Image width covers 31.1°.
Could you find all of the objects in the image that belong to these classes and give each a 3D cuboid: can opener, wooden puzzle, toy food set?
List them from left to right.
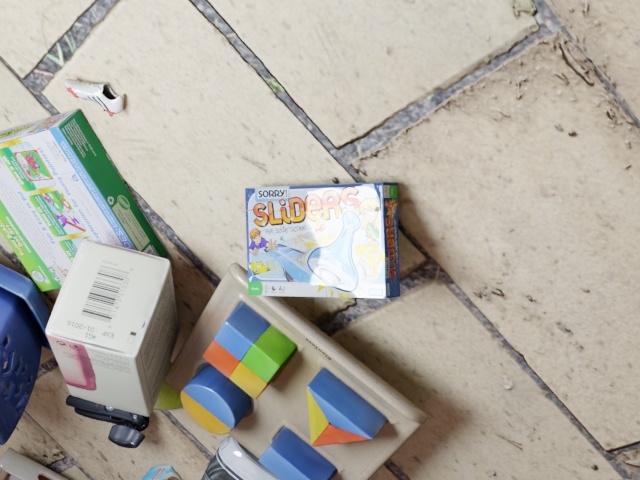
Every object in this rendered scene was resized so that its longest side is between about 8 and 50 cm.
[{"bbox_3d":[-0.536,0.525,2.172,0.220,0.092,0.306,30,137,-7],"label":"toy food set"},{"bbox_3d":[-0.354,0.284,1.898,0.186,0.073,0.059,14,141,36],"label":"can opener"},{"bbox_3d":[-0.058,0.228,1.576,0.322,0.080,0.348,38,140,4],"label":"wooden puzzle"}]

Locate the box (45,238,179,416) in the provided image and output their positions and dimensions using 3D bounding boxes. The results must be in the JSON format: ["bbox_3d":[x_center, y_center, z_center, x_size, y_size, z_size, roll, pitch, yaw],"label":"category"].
[{"bbox_3d":[-0.278,0.124,1.580,0.127,0.148,0.232,14,152,4],"label":"box"}]

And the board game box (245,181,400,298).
[{"bbox_3d":[0.000,0.000,1.384,0.201,0.035,0.136,-1,91,34],"label":"board game box"}]

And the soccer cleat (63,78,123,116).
[{"bbox_3d":[-0.287,-0.190,1.467,0.083,0.029,0.035,30,128,4],"label":"soccer cleat"}]

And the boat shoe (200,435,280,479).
[{"bbox_3d":[-0.036,0.433,1.746,0.335,0.121,0.119,39,105,7],"label":"boat shoe"}]

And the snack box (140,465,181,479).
[{"bbox_3d":[-0.237,0.565,1.966,0.060,0.187,0.322,-14,118,40],"label":"snack box"}]

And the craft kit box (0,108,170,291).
[{"bbox_3d":[-0.369,-0.048,1.623,0.247,0.061,0.250,-9,120,36],"label":"craft kit box"}]

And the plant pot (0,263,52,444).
[{"bbox_3d":[-0.545,0.145,1.763,0.236,0.212,0.236,24,153,15],"label":"plant pot"}]

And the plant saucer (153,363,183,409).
[{"bbox_3d":[-0.321,0.190,1.803,0.188,0.045,0.188,10,131,28],"label":"plant saucer"}]
